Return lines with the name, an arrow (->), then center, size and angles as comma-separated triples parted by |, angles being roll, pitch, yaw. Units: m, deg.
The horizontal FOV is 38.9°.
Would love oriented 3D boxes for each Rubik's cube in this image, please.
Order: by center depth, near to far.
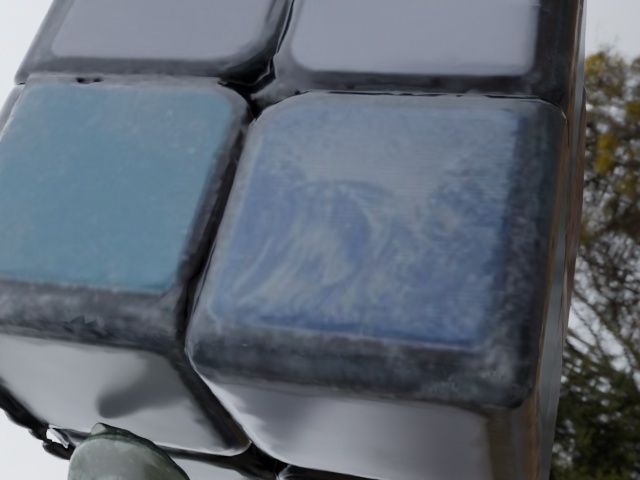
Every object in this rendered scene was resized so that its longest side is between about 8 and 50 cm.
Rubik's cube -> 0.000, 0.000, 0.583 | 0.316, 0.313, 0.318 | 68, -148, -56

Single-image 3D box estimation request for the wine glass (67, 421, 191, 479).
wine glass -> -0.157, 0.197, 0.417 | 0.241, 0.126, 0.126 | -35, -42, -49
